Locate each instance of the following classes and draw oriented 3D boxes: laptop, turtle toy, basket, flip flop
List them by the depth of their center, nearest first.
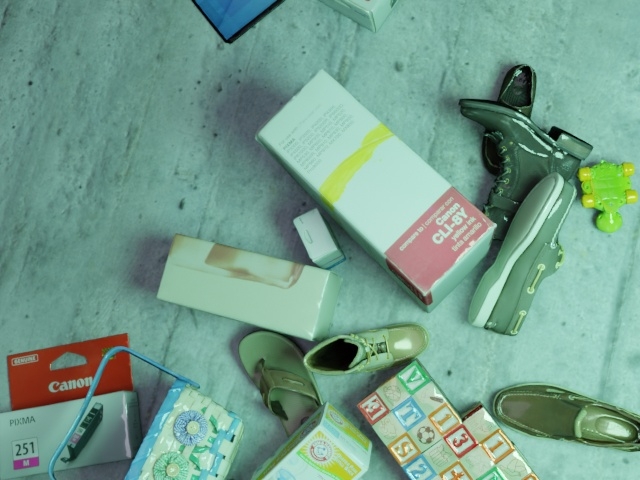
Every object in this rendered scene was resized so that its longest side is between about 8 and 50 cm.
[{"bbox_3d":[-0.292,0.345,1.264,0.289,0.201,0.254,19,68,6],"label":"basket"},{"bbox_3d":[0.503,-0.078,1.266,0.095,0.066,0.130,-5,80,12],"label":"turtle toy"},{"bbox_3d":[-0.058,0.284,1.300,0.112,0.080,0.277,-30,79,9],"label":"flip flop"},{"bbox_3d":[-0.190,-0.584,1.452,0.234,0.264,0.136,-38,39,2],"label":"laptop"}]

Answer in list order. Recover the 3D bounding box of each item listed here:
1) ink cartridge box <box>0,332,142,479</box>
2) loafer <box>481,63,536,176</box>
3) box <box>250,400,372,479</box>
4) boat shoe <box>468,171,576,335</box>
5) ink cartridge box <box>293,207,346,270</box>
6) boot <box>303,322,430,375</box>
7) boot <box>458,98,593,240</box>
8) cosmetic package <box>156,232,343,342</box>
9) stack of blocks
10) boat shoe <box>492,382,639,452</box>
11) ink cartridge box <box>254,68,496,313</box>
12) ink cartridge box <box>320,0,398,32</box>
[{"bbox_3d":[-0.491,0.318,1.391,0.275,0.060,0.238,-12,79,9],"label":"ink cartridge box"},{"bbox_3d":[0.344,-0.225,1.315,0.080,0.078,0.219,10,84,12],"label":"loafer"},{"bbox_3d":[-0.022,0.393,1.225,0.114,0.103,0.203,44,102,-1],"label":"box"},{"bbox_3d":[0.353,0.030,1.215,0.091,0.109,0.304,22,115,-2],"label":"boat shoe"},{"bbox_3d":[0.000,0.000,1.319,0.052,0.122,0.088,-28,76,5],"label":"ink cartridge box"},{"bbox_3d":[0.084,0.190,1.247,0.213,0.165,0.077,-15,77,7],"label":"boot"},{"bbox_3d":[0.323,-0.108,1.259,0.263,0.091,0.228,26,109,5],"label":"boot"},{"bbox_3d":[-0.124,0.087,1.314,0.296,0.153,0.129,14,84,12],"label":"cosmetic package"},{"bbox_3d":[0.220,0.346,1.225,0.171,0.087,0.297,-38,79,4],"label":"stack of blocks"},{"bbox_3d":[0.421,0.293,1.200,0.258,0.095,0.095,6,81,12],"label":"boat shoe"},{"bbox_3d":[0.099,-0.075,1.232,0.160,0.279,0.385,-45,75,0],"label":"ink cartridge box"},{"bbox_3d":[0.102,-0.543,1.413,0.154,0.093,0.212,33,86,15],"label":"ink cartridge box"}]
